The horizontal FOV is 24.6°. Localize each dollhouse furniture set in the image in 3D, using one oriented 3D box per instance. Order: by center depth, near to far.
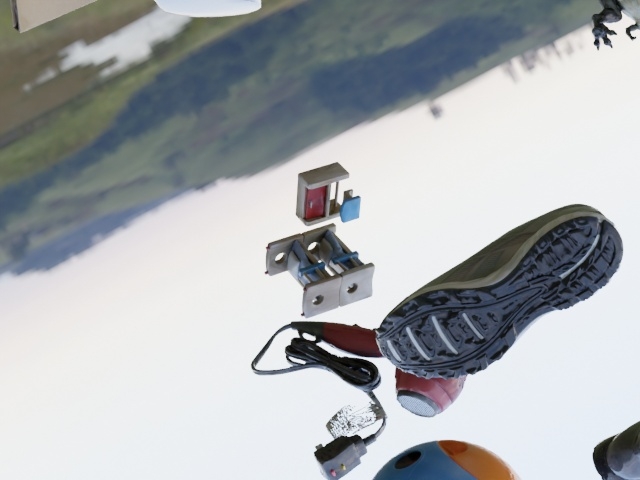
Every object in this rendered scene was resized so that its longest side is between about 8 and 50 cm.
[{"bbox_3d":[0.000,0.000,2.294,0.129,0.183,0.129,-18,-137,-26],"label":"dollhouse furniture set"}]

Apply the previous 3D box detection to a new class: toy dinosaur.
[{"bbox_3d":[0.347,-0.304,1.780,0.118,0.268,0.064,-44,177,-41],"label":"toy dinosaur"}]

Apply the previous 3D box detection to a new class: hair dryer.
[{"bbox_3d":[0.072,0.116,1.668,0.294,0.223,0.080,-31,144,-3],"label":"hair dryer"}]

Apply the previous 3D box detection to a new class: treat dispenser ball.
[{"bbox_3d":[0.200,0.460,2.319,0.288,0.288,0.288,-28,-176,2],"label":"treat dispenser ball"}]

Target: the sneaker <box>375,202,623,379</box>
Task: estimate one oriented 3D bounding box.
[{"bbox_3d":[0.181,0.051,1.486,0.272,0.100,0.108,-30,-166,13],"label":"sneaker"}]

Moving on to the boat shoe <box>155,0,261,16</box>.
[{"bbox_3d":[-0.164,-0.364,1.719,0.127,0.158,0.340,-4,176,17],"label":"boat shoe"}]

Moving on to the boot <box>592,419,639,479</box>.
[{"bbox_3d":[0.589,0.269,2.201,0.338,0.118,0.222,-25,167,-30],"label":"boot"}]

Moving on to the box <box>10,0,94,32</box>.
[{"bbox_3d":[-0.404,-0.433,2.300,0.021,0.164,0.201,32,-132,33],"label":"box"}]
